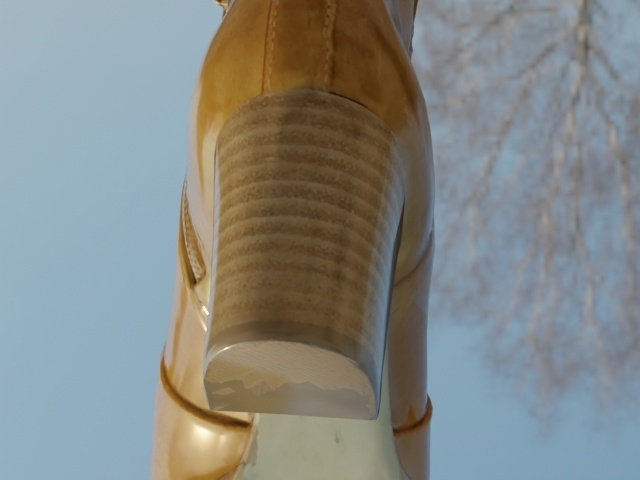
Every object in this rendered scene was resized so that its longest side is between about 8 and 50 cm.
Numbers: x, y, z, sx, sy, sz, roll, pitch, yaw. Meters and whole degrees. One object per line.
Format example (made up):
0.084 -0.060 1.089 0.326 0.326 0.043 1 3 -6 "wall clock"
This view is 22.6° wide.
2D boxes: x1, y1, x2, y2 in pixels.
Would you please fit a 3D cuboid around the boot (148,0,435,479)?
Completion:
-0.001 0.000 0.588 0.104 0.295 0.211 7 -119 0 "boot"
